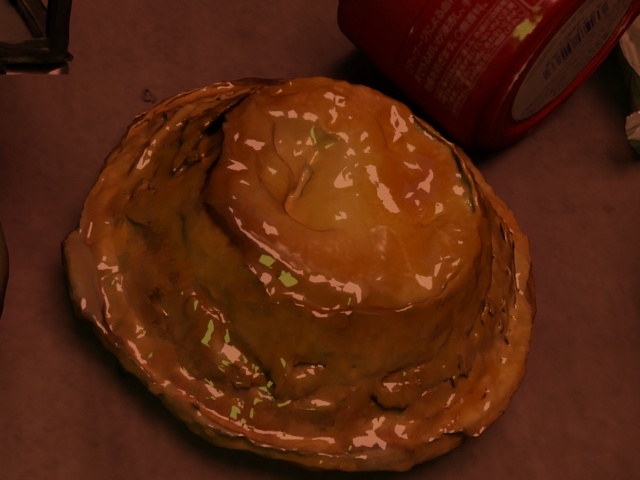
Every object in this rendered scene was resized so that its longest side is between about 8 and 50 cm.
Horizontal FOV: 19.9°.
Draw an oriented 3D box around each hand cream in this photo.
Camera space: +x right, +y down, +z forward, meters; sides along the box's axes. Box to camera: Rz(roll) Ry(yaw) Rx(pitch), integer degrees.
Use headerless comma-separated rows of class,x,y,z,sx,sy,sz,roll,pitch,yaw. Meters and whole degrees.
hand cream,0.138,-0.186,1.342,0.149,0.230,0.230,44,52,17

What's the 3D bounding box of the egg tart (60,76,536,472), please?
egg tart,0.004,0.002,1.217,0.341,0.129,0.341,10,55,-15

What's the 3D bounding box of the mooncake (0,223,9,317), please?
mooncake,-0.318,0.022,1.068,0.275,0.135,0.275,10,56,-16

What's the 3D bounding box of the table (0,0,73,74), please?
table,-0.288,-0.293,1.137,0.222,0.272,0.335,-2,29,-24

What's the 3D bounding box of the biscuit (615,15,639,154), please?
biscuit,0.369,-0.128,1.487,0.309,0.079,0.186,8,56,-15
